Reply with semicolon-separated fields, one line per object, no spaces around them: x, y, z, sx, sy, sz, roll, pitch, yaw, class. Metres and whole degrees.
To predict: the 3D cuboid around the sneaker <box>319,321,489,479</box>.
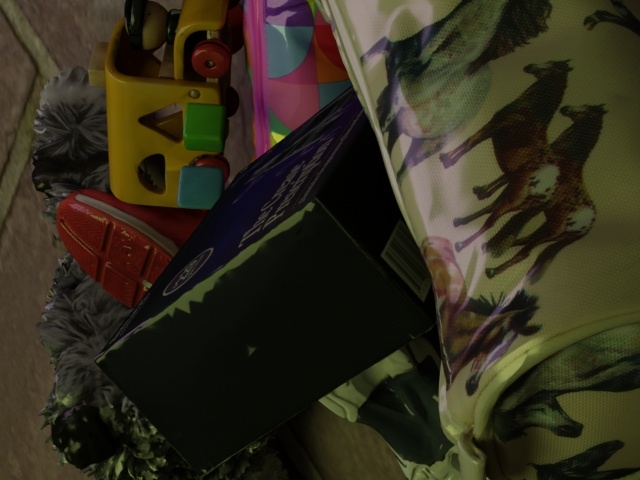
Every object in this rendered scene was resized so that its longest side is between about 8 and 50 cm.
0.078;0.105;1.188;0.235;0.153;0.094;39;114;-17;sneaker

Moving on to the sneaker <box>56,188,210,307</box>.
-0.084;0.000;1.287;0.221;0.128;0.087;30;140;2;sneaker

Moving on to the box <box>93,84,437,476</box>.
0.000;0.000;1.014;0.103;0.261;0.184;46;120;-9;box

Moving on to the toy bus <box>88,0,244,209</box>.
-0.112;-0.120;1.207;0.191;0.104;0.202;95;179;-86;toy bus

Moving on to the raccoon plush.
-0.125;0.099;1.445;0.299;0.216;0.446;93;171;-52;raccoon plush

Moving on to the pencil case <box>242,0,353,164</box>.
-0.007;-0.129;1.156;0.104;0.104;0.236;28;127;44;pencil case

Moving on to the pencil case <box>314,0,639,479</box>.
0.094;-0.068;0.877;0.160;0.183;0.410;59;-167;-57;pencil case
